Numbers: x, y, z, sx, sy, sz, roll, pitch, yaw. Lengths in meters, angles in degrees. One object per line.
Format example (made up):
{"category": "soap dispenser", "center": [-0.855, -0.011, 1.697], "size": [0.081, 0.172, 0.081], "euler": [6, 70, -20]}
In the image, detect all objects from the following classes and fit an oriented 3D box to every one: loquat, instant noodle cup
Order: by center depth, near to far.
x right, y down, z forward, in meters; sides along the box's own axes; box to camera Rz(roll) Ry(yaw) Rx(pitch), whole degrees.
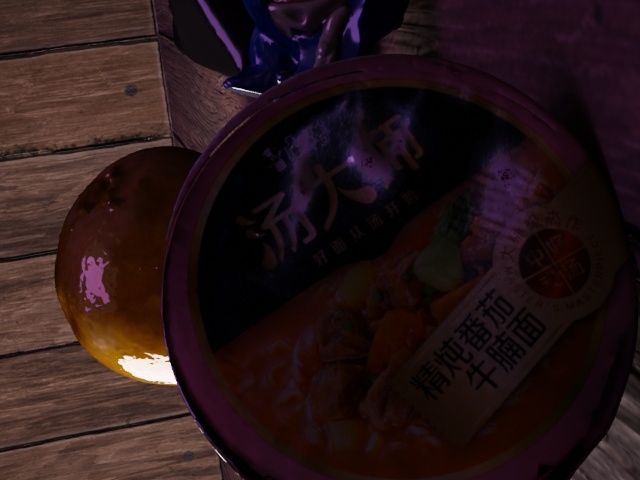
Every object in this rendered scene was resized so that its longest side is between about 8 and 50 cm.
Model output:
{"category": "instant noodle cup", "center": [0.037, 0.053, 0.638], "size": [0.255, 0.243, 0.244], "euler": [91, 167, -74]}
{"category": "loquat", "center": [-0.201, 0.035, 1.492], "size": [0.328, 0.328, 0.329], "euler": [170, 90, -78]}

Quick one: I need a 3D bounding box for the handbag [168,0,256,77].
{"category": "handbag", "center": [-0.089, -0.300, 0.965], "size": [0.288, 0.152, 0.343], "euler": [-165, 67, -65]}

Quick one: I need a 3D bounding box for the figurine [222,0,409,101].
{"category": "figurine", "center": [0.008, -0.217, 0.771], "size": [0.164, 0.120, 0.262], "euler": [30, 110, 42]}
